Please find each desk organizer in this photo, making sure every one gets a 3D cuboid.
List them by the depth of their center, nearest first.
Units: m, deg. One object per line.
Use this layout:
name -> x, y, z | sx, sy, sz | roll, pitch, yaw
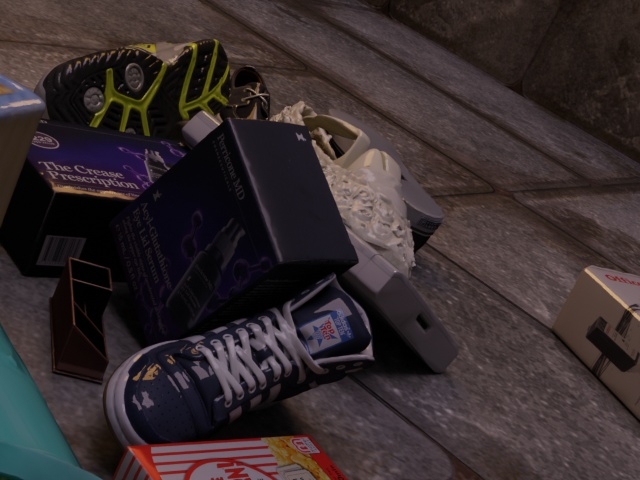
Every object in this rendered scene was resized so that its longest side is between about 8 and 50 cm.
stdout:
desk organizer -> -0.218, 0.071, 1.070 | 0.047, 0.050, 0.130 | 17, 22, -22

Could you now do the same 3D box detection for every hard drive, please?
hard drive -> 0.000, 0.000, 1.371 | 0.353, 0.047, 0.233 | 40, -5, 35

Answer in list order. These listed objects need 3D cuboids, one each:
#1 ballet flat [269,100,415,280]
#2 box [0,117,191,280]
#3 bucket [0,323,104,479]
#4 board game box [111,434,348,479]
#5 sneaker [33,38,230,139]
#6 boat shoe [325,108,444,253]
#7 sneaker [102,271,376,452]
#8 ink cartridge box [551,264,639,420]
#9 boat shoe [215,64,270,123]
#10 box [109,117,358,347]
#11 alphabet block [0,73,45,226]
ballet flat -> 0.027, -0.088, 1.572 | 0.147, 0.147, 0.409 | 11, 21, -35
box -> -0.229, -0.044, 1.274 | 0.261, 0.103, 0.184 | 6, 25, -43
bucket -> -0.232, 0.154, 0.553 | 0.281, 0.281, 0.183 | 1, 35, -50
board game box -> -0.047, 0.219, 0.914 | 0.193, 0.045, 0.147 | 5, 28, -44
sneaker -> -0.272, -0.196, 1.602 | 0.147, 0.145, 0.384 | 1, 11, 27
boat shoe -> 0.073, -0.083, 1.726 | 0.113, 0.105, 0.306 | 12, 30, -43
sneaker -> -0.055, 0.104, 1.005 | 0.282, 0.153, 0.099 | -13, 77, -62
ink cartridge box -> 0.478, 0.162, 1.587 | 0.197, 0.114, 0.273 | 12, 25, -32
boat shoe -> -0.118, -0.217, 1.868 | 0.084, 0.079, 0.233 | 21, 22, -17
box -> -0.087, 0.001, 1.108 | 0.108, 0.207, 0.153 | 0, 61, -46
alphabet block -> -0.388, -0.068, 0.998 | 0.193, 0.197, 0.192 | 31, 20, 13
